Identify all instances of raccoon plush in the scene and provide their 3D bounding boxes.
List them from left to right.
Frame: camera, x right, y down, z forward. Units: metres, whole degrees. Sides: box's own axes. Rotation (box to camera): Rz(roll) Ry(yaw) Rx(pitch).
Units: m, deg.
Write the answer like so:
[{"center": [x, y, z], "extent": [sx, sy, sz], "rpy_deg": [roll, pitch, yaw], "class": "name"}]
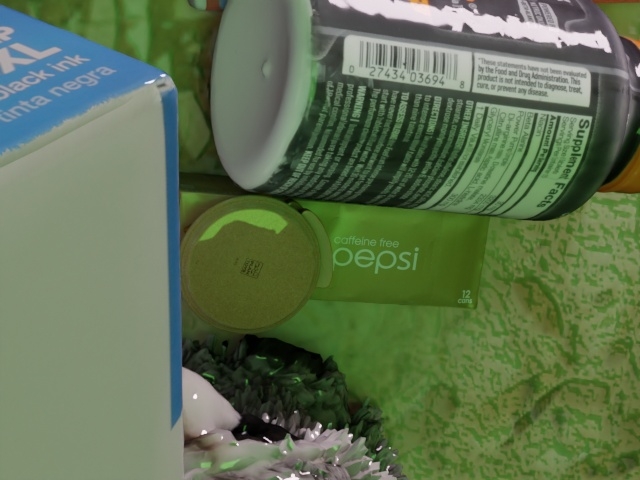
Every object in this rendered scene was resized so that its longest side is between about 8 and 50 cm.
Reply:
[{"center": [0.023, 0.230, 0.964], "extent": [0.216, 0.299, 0.446], "rpy_deg": [-46, 111, -1], "class": "raccoon plush"}]

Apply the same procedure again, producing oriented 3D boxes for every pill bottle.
[{"center": [0.075, -0.079, 0.982], "extent": [0.245, 0.130, 0.130], "rpy_deg": [5, 102, -25], "class": "pill bottle"}]

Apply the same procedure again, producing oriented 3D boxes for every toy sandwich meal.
[{"center": [-0.036, 0.009, 0.969], "extent": [0.085, 0.029, 0.086], "rpy_deg": [-3, 108, -10], "class": "toy sandwich meal"}]

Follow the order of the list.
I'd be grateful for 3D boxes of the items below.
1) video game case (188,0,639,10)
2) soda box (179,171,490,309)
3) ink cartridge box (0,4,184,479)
[{"center": [0.068, -0.231, 1.006], "extent": [0.285, 0.025, 0.204], "rpy_deg": [-3, 105, -15], "class": "video game case"}, {"center": [0.000, 0.000, 1.025], "extent": [0.181, 0.061, 0.058], "rpy_deg": [3, 102, -17], "class": "soda box"}, {"center": [-0.252, 0.021, 0.743], "extent": [0.166, 0.395, 0.285], "rpy_deg": [-34, 138, -42], "class": "ink cartridge box"}]
